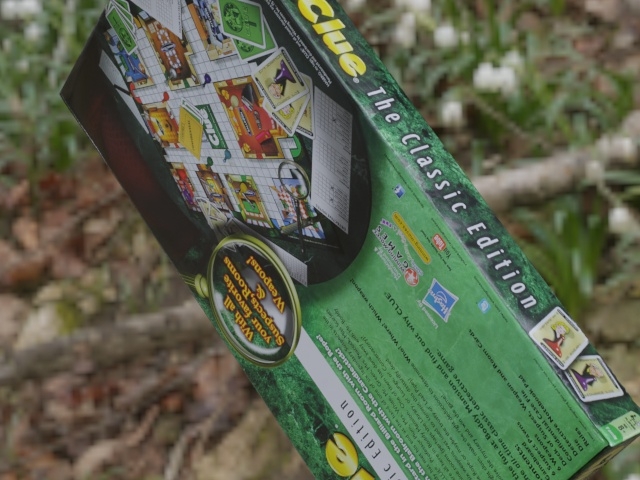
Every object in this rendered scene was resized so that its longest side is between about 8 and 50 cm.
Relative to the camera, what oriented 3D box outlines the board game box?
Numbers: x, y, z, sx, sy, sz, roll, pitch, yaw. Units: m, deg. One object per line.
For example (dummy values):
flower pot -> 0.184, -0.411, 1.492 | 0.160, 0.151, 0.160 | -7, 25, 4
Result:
board game box -> 0.000, 0.000, 0.644 | 0.030, 0.259, 0.136 | -18, -23, -44
